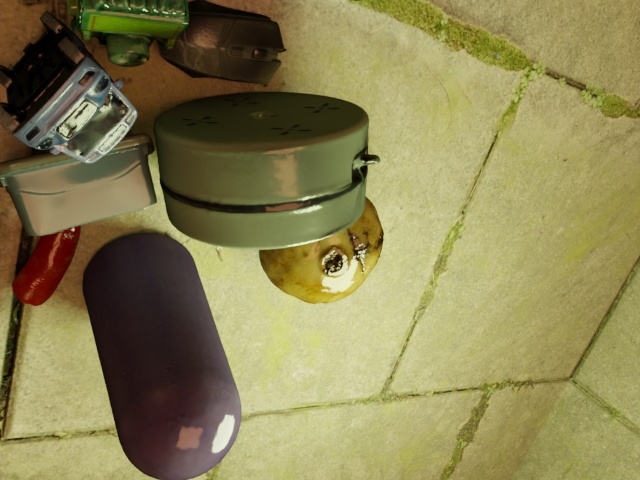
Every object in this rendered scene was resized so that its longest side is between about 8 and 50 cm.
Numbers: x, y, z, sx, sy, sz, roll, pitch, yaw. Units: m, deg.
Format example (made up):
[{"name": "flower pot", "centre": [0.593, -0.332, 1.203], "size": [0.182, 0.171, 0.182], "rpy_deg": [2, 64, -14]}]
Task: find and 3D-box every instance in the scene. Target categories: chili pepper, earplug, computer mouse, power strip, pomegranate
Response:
[{"name": "chili pepper", "centre": [-0.469, 0.033, 0.888], "size": [0.071, 0.063, 0.272], "rpy_deg": [21, 102, -50]}, {"name": "earplug", "centre": [-0.259, 0.183, 0.843], "size": [0.215, 0.456, 0.215], "rpy_deg": [-14, 124, -21]}, {"name": "computer mouse", "centre": [-0.156, -0.322, 0.860], "size": [0.231, 0.071, 0.126], "rpy_deg": [0, 116, -31]}, {"name": "power strip", "centre": [-0.080, -0.125, 0.835], "size": [0.357, 0.357, 0.162], "rpy_deg": [-14, 121, -24]}, {"name": "pomegranate", "centre": [0.000, 0.000, 1.030], "size": [0.260, 0.260, 0.261], "rpy_deg": [-14, 123, -23]}]

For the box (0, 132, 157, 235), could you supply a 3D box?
[{"name": "box", "centre": [-0.367, -0.093, 0.796], "size": [0.226, 0.162, 0.130], "rpy_deg": [-17, 102, -22]}]

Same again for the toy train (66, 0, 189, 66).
[{"name": "toy train", "centre": [-0.255, -0.374, 0.673], "size": [0.159, 0.188, 0.272], "rpy_deg": [-5, 95, -27]}]

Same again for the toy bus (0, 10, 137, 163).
[{"name": "toy bus", "centre": [-0.335, -0.196, 0.685], "size": [0.125, 0.292, 0.133], "rpy_deg": [-47, 132, 0]}]
